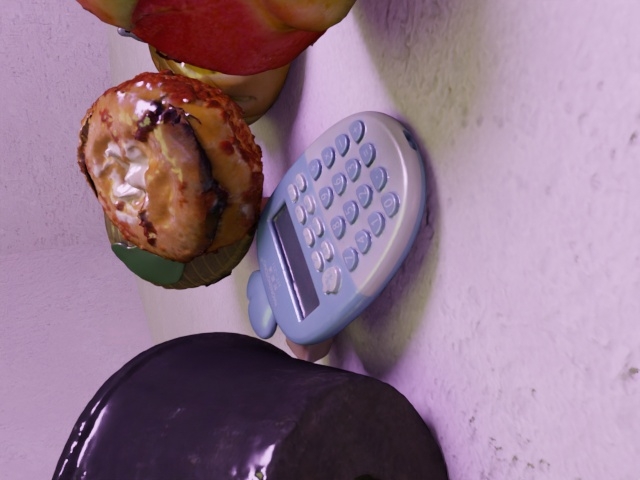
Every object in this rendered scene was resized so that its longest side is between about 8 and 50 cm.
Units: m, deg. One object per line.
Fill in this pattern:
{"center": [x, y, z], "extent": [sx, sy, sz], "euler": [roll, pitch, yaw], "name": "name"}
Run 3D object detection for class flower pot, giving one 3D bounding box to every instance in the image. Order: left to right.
{"center": [-0.038, 0.246, 0.552], "extent": [0.251, 0.379, 0.380], "euler": [-27, 73, 46], "name": "flower pot"}

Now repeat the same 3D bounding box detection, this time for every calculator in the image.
{"center": [0.000, 0.000, 0.588], "extent": [0.303, 0.042, 0.188], "euler": [-49, 50, 41], "name": "calculator"}

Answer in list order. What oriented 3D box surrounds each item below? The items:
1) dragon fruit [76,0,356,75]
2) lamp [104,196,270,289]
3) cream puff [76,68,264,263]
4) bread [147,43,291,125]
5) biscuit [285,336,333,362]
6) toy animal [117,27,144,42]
{"center": [-0.053, -0.296, 0.401], "extent": [0.225, 0.305, 0.306], "euler": [-30, 69, 42], "name": "dragon fruit"}
{"center": [-0.193, -0.046, 0.899], "extent": [0.250, 0.284, 0.251], "euler": [0, -90, -73], "name": "lamp"}
{"center": [-0.170, -0.089, 0.684], "extent": [0.239, 0.164, 0.240], "euler": [18, 121, 34], "name": "cream puff"}
{"center": [-0.152, -0.300, 0.760], "extent": [0.333, 0.159, 0.333], "euler": [170, 90, -66], "name": "bread"}
{"center": [-0.003, 0.071, 0.695], "extent": [0.056, 0.052, 0.188], "euler": [42, 136, 37], "name": "biscuit"}
{"center": [-0.295, -0.491, 1.074], "extent": [0.251, 0.125, 0.127], "euler": [-51, 24, 39], "name": "toy animal"}
